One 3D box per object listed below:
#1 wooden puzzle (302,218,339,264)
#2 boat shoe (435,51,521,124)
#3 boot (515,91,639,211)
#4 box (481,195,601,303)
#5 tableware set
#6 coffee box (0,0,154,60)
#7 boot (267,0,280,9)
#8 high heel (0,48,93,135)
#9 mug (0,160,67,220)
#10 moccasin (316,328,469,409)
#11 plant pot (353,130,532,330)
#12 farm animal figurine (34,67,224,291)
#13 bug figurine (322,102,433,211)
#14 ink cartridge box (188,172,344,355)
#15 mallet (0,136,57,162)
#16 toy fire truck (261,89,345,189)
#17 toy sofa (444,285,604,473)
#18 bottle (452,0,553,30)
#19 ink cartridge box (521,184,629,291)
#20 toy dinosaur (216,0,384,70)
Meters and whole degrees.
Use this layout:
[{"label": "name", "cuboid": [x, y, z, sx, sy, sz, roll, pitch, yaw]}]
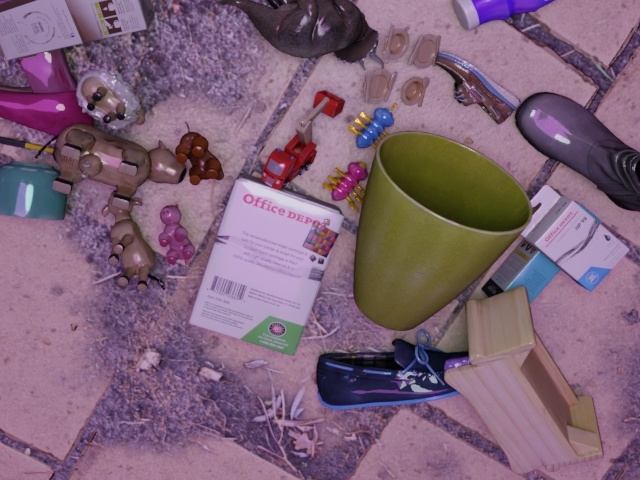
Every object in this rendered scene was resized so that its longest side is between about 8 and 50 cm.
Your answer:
[{"label": "wooden puzzle", "cuboid": [0.000, 0.000, 1.280, 0.049, 0.006, 0.083, 26, 99, -11]}, {"label": "boat shoe", "cuboid": [0.282, -0.281, 1.324, 0.183, 0.066, 0.066, 32, 100, -8]}, {"label": "boot", "cuboid": [0.522, -0.153, 1.277, 0.338, 0.223, 0.118, 31, 100, -8]}, {"label": "box", "cuboid": [0.420, 0.032, 1.374, 0.060, 0.100, 0.244, 37, 98, -9]}, {"label": "tableware set", "cuboid": [0.152, -0.311, 1.299, 0.169, 0.020, 0.141, -3, 120, -37]}, {"label": "coffee box", "cuboid": [-0.425, -0.398, 1.232, 0.246, 0.141, 0.098, -13, 118, -1]}, {"label": "boot", "cuboid": [-0.068, -0.521, 1.267, 0.161, 0.083, 0.246, -43, 107, 2]}, {"label": "high heel", "cuboid": [-0.607, -0.213, 1.287, 0.377, 0.127, 0.181, -15, 106, 5]}, {"label": "mug", "cuboid": [-0.540, -0.093, 1.296, 0.158, 0.129, 0.097, 5, 93, -47]}, {"label": "moccasin", "cuboid": [0.158, 0.250, 1.395, 0.342, 0.138, 0.117, -10, 97, -1]}, {"label": "plant pot", "cuboid": [0.172, 0.008, 1.240, 0.275, 0.275, 0.293, 19, 126, -5]}, {"label": "farm animal figurine", "cuboid": [-0.339, -0.107, 1.290, 0.327, 0.172, 0.330, 32, 112, -20]}, {"label": "bug figurine", "cuboid": [0.136, -0.112, 1.352, 0.279, 0.072, 0.216, 42, 104, -14]}, {"label": "ink cartridge box", "cuboid": [-0.100, 0.041, 1.350, 0.211, 0.121, 0.289, 19, 100, -6]}, {"label": "mallet", "cuboid": [-0.539, -0.177, 1.342, 0.190, 0.062, 0.039, 13, 100, 11]}, {"label": "toy fire truck", "cuboid": [-0.031, -0.184, 1.296, 0.047, 0.192, 0.135, 30, 128, 11]}, {"label": "toy sofa", "cuboid": [0.378, 0.272, 1.345, 0.177, 0.150, 0.362, -24, 121, 25]}, {"label": "bottle", "cuboid": [0.376, -0.470, 1.275, 0.283, 0.092, 0.118, -28, 100, 4]}, {"label": "ink cartridge box", "cuboid": [0.446, -0.005, 1.285, 0.180, 0.060, 0.104, 38, 98, -10]}, {"label": "toy dinosaur", "cuboid": [-0.013, -0.376, 1.220, 0.313, 0.121, 0.160, -5, 103, -24]}]
